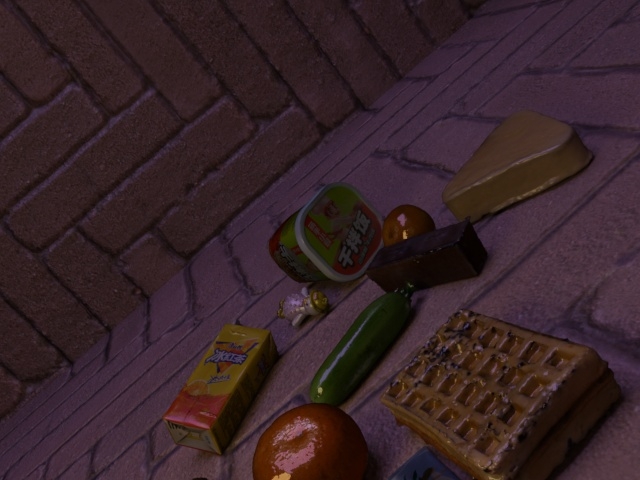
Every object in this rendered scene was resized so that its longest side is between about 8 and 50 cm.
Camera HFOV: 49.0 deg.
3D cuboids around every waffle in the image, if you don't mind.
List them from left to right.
[{"bbox_3d":[0.277,0.261,1.177,0.261,0.114,0.376,-47,19,-12],"label":"waffle"}]

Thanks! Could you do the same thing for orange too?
[{"bbox_3d":[-0.015,0.414,1.304,0.223,0.170,0.224,-17,37,14],"label":"orange"},{"bbox_3d":[0.237,-0.019,1.864,0.134,0.155,0.154,-6,-3,-34],"label":"orange"}]

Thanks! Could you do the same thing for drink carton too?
[{"bbox_3d":[-0.256,0.385,1.874,0.154,0.111,0.351,6,39,23],"label":"drink carton"}]

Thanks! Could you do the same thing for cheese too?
[{"bbox_3d":[0.522,-0.206,1.797,0.383,0.104,0.384,-35,18,14],"label":"cheese"}]

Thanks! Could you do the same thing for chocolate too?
[{"bbox_3d":[0.260,0.051,1.710,0.321,0.112,0.112,-22,24,48],"label":"chocolate"}]

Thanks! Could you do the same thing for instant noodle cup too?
[{"bbox_3d":[0.000,0.000,2.151,0.294,0.294,0.307,-50,13,-27],"label":"instant noodle cup"}]

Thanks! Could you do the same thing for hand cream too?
[{"bbox_3d":[0.188,0.399,1.122,0.091,0.058,0.271,-40,12,-11],"label":"hand cream"}]

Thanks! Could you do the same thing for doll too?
[{"bbox_3d":[-0.047,0.191,2.044,0.207,0.081,0.129,-17,47,46],"label":"doll"}]

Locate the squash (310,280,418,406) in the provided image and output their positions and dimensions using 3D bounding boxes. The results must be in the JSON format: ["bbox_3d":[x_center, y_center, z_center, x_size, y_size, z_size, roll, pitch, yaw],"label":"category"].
[{"bbox_3d":[0.103,0.232,1.615,0.379,0.101,0.101,-46,19,-22],"label":"squash"}]

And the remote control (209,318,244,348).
[{"bbox_3d":[-0.309,0.357,2.216,0.102,0.055,0.277,-35,18,17],"label":"remote control"}]

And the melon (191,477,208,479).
[{"bbox_3d":[-0.310,0.608,1.604,0.160,0.079,0.128,-24,42,40],"label":"melon"}]
